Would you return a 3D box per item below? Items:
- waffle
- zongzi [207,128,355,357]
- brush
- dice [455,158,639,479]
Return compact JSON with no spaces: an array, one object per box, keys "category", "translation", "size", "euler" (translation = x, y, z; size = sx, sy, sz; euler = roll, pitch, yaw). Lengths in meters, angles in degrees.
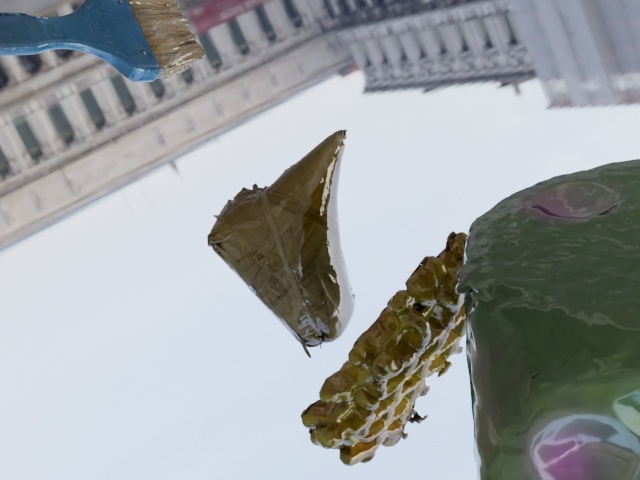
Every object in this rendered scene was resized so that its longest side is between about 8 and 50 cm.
[{"category":"waffle","translation":[0.105,0.108,1.069],"size":[0.293,0.069,0.260],"euler":[-50,157,0]},{"category":"zongzi","translation":[0.000,0.000,1.173],"size":[0.197,0.194,0.099],"euler":[-36,-172,16]},{"category":"brush","translation":[-0.119,-0.088,0.456],"size":[0.164,0.051,0.014],"euler":[-12,156,-46]},{"category":"dice","translation":[0.274,0.134,0.787],"size":[0.318,0.323,0.330],"euler":[-5,-157,11]}]
